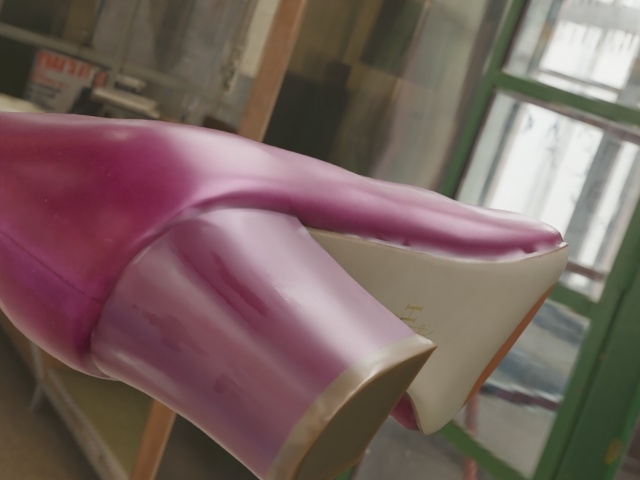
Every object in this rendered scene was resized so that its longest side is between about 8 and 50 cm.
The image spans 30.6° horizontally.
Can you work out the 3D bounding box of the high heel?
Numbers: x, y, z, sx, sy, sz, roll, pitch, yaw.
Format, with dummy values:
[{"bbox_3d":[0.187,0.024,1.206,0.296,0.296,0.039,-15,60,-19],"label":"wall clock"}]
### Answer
[{"bbox_3d":[0.000,0.000,0.537,0.181,0.127,0.377,38,11,17],"label":"high heel"}]
